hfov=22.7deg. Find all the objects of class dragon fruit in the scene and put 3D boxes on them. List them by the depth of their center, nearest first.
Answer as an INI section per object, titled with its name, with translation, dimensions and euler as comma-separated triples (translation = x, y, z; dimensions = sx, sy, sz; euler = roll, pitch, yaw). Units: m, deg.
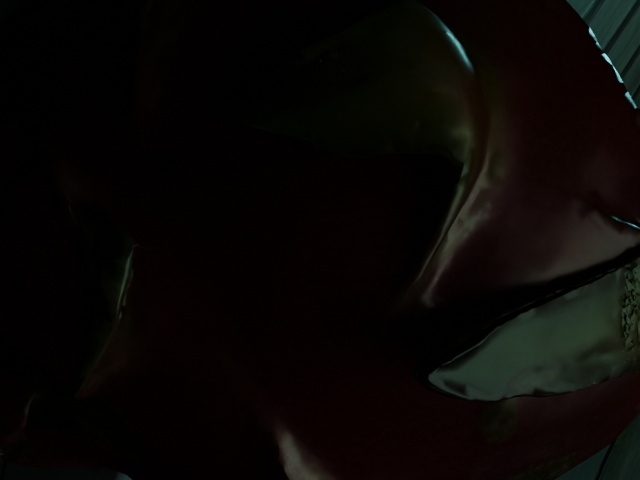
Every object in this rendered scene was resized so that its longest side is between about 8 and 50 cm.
[dragon fruit]
translation = -0.027, 0.016, 0.674
dimensions = 0.226, 0.305, 0.305
euler = -25, 141, -36

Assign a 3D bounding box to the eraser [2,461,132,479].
[eraser]
translation = -0.134, 0.122, 0.854
dimensions = 0.026, 0.065, 0.105
euler = -28, 139, -69
